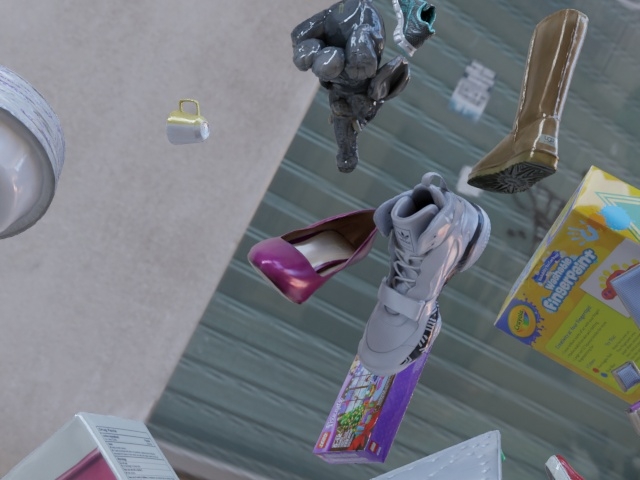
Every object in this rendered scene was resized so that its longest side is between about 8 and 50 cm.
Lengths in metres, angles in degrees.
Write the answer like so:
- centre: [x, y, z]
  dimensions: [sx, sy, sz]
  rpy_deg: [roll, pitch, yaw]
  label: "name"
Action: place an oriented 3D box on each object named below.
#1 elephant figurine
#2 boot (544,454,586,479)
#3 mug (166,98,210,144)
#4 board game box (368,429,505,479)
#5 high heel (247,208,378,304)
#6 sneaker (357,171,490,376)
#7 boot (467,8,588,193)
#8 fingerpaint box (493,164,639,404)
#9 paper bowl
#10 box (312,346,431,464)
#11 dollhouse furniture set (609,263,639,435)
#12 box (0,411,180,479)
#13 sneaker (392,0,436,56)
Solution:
- centre: [0.056, -0.260, 1.470]
  dimensions: [0.239, 0.186, 0.169]
  rpy_deg: [53, 15, -52]
  label: "elephant figurine"
- centre: [0.541, 0.464, 1.659]
  dimensions: [0.244, 0.176, 0.088]
  rpy_deg: [53, -2, 18]
  label: "boot"
- centre: [-0.237, -0.207, 1.638]
  dimensions: [0.064, 0.062, 0.078]
  rpy_deg: [7, -46, 23]
  label: "mug"
- centre: [0.096, 0.425, 1.354]
  dimensions: [0.050, 0.390, 0.390]
  rpy_deg: [65, 11, 1]
  label: "board game box"
- centre: [0.000, 0.000, 1.514]
  dimensions: [0.127, 0.181, 0.377]
  rpy_deg: [45, 9, 7]
  label: "high heel"
- centre: [0.150, 0.054, 1.610]
  dimensions: [0.137, 0.366, 0.210]
  rpy_deg: [28, -8, 40]
  label: "sneaker"
- centre: [0.354, -0.225, 1.544]
  dimensions: [0.089, 0.270, 0.236]
  rpy_deg: [19, -15, -20]
  label: "boot"
- centre: [0.639, 0.107, 1.977]
  dimensions: [0.371, 0.163, 0.445]
  rpy_deg: [29, -39, 9]
  label: "fingerpaint box"
- centre: [-0.514, -0.109, 1.281]
  dimensions: [0.284, 0.284, 0.148]
  rpy_deg: [27, 36, -26]
  label: "paper bowl"
- centre: [0.110, 0.322, 1.894]
  dimensions: [0.057, 0.293, 0.201]
  rpy_deg: [36, -29, -18]
  label: "box"
- centre: [0.614, 0.144, 1.569]
  dimensions: [0.303, 0.286, 0.198]
  rpy_deg: [62, 3, 8]
  label: "dollhouse furniture set"
- centre: [-0.208, 0.314, 0.957]
  dimensions: [0.232, 0.127, 0.148]
  rpy_deg: [51, 3, 22]
  label: "box"
- centre: [0.174, -0.403, 1.621]
  dimensions: [0.076, 0.167, 0.065]
  rpy_deg: [-28, -43, 35]
  label: "sneaker"
